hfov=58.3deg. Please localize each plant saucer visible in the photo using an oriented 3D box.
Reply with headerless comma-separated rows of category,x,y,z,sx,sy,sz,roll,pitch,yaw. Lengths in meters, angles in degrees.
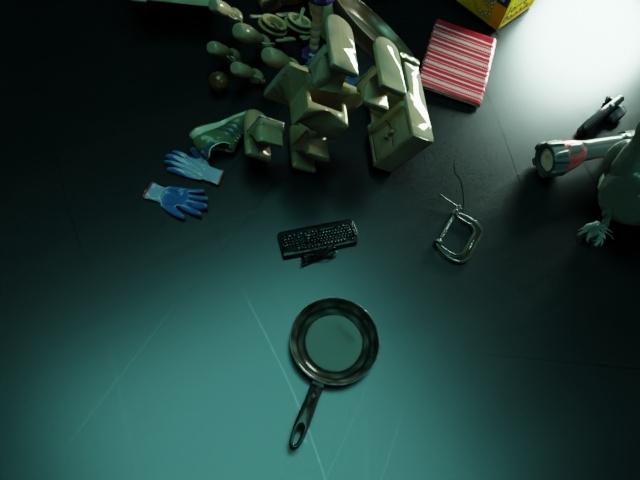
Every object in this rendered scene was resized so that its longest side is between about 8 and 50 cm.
plant saucer,0.142,-0.571,1.589,0.311,0.050,0.310,34,30,-23

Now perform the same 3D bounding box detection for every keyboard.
keyboard,0.000,0.000,1.370,0.192,0.038,0.100,-12,66,-12

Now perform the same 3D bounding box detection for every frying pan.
frying pan,0.031,0.278,1.225,0.198,0.053,0.325,2,65,-6

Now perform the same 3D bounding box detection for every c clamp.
c clamp,0.332,-0.023,1.432,0.137,0.022,0.160,28,62,2

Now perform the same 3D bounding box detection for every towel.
towel,0.403,-0.525,1.688,0.199,0.031,0.274,19,64,1

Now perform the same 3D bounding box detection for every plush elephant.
plush elephant,0.818,-0.125,1.421,0.256,0.330,0.271,-21,67,-41

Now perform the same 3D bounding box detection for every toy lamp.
toy lamp,-0.008,-0.594,1.537,0.080,0.274,0.080,3,64,-6

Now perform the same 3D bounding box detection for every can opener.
can opener,0.800,-0.357,1.632,0.186,0.059,0.073,-32,71,-20

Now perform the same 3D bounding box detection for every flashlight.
flashlight,0.728,-0.236,1.546,0.304,0.103,0.103,-10,31,-16

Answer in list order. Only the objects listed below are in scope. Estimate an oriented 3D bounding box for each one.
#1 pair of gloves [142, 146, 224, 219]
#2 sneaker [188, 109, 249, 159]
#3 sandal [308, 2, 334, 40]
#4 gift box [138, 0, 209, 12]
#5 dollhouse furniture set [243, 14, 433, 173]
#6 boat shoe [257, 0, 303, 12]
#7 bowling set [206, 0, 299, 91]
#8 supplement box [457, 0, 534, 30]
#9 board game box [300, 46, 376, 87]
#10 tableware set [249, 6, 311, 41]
pair of gloves,-0.332,-0.146,1.414,0.160,0.023,0.198,20,63,4
sneaker,-0.234,-0.265,1.468,0.192,0.064,0.086,-26,86,-28
sandal,0.003,-0.706,1.703,0.088,0.079,0.239,-21,98,5
gift box,-0.412,-0.754,1.566,0.259,0.276,0.255,4,23,-8
dollhouse furniture set,0.061,-0.355,1.392,0.395,0.362,0.256,11,60,-33
boat shoe,-0.107,-0.741,1.718,0.178,0.064,0.060,-24,70,-15
bowling set,-0.221,-0.497,1.560,0.287,0.154,0.200,49,112,14
supplement box,0.503,-0.863,1.778,0.194,0.195,0.356,-38,72,-22
board game box,0.051,-0.457,1.614,0.282,0.027,0.145,-23,67,-17
tableware set,-0.093,-0.622,1.631,0.128,0.039,0.194,46,42,16
